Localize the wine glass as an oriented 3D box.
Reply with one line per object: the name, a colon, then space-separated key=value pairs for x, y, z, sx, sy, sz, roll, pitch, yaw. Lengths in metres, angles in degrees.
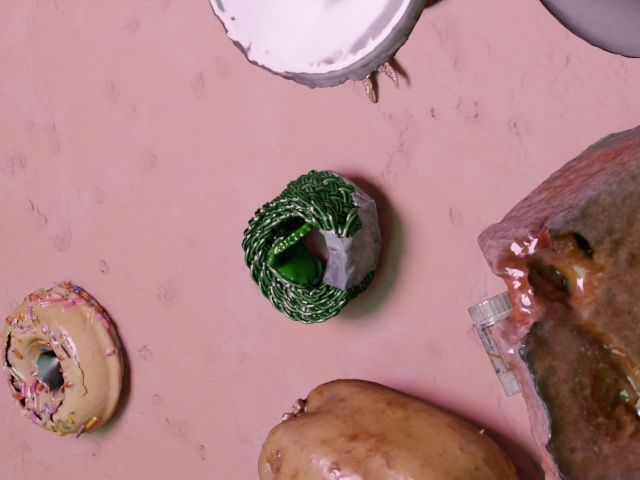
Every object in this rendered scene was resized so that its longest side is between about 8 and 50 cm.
wine glass: x=0.120 y=-0.235 z=1.158 sx=0.267 sy=0.406 sz=0.267 roll=12 pitch=108 yaw=40

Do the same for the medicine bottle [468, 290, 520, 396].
medicine bottle: x=0.164 y=0.087 z=1.454 sx=0.047 sy=0.047 sz=0.083 roll=-28 pitch=84 yaw=43

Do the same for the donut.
donut: x=-0.287 y=0.133 z=1.854 sx=0.175 sy=0.068 sz=0.174 roll=14 pitch=112 yaw=37

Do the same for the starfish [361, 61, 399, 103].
starfish: x=0.043 y=-0.168 z=1.507 sx=0.092 sy=0.016 sz=0.086 roll=43 pitch=129 yaw=30

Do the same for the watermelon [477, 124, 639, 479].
watermelon: x=0.252 y=0.044 z=1.272 sx=0.151 sy=0.302 sz=0.264 roll=133 pitch=113 yaw=-80

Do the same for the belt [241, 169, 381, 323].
belt: x=0.000 y=0.000 z=1.560 sx=0.121 sy=0.079 sz=0.151 roll=42 pitch=139 yaw=12

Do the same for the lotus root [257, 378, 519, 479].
lotus root: x=0.066 y=0.216 z=1.503 sx=0.284 sy=0.146 sz=0.160 roll=26 pitch=77 yaw=34

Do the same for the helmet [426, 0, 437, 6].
helmet: x=0.064 y=-0.224 z=1.447 sx=0.084 sy=0.049 sz=0.065 roll=-12 pitch=96 yaw=43
